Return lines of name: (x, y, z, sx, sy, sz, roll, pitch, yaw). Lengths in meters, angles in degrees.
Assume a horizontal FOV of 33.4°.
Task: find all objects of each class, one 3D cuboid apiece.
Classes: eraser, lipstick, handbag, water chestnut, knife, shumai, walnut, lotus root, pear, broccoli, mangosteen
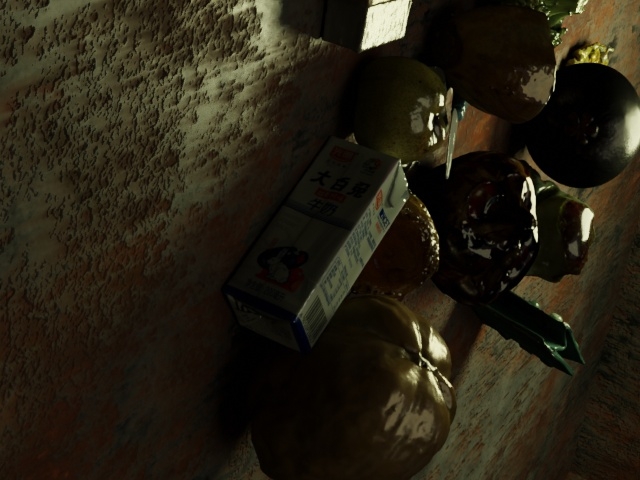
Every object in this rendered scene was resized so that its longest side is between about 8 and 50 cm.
eraser: (0.086, -0.439, 1.460, 0.144, 0.078, 0.343, -29, 135, -52)
lipstick: (0.197, -0.225, 1.867, 0.186, 0.057, 0.063, 68, 22, -62)
handbag: (0.480, 0.190, 2.479, 0.100, 0.268, 0.274, -55, 149, -4)
water chestnut: (0.292, -0.026, 1.982, 0.289, 0.244, 0.289, -46, 149, -38)
knife: (0.237, -0.212, 1.885, 0.058, 0.032, 0.244, 80, 20, -48)
shumai: (0.465, -0.005, 2.309, 0.309, 0.263, 0.304, -61, 151, -14)
walnut: (0.038, 0.250, 1.638, 0.344, 0.306, 0.306, -42, 173, 38)
lotus root: (0.280, -0.300, 1.820, 0.180, 0.188, 0.199, 7, 67, -29)
pear: (0.123, -0.199, 1.644, 0.167, 0.136, 0.167, -50, 150, -43)
broccoli: (0.395, -0.453, 1.936, 0.226, 0.176, 0.198, -59, 174, 33)
mangosteen: (0.585, -0.257, 2.369, 0.302, 0.275, 0.275, -34, 141, -74)

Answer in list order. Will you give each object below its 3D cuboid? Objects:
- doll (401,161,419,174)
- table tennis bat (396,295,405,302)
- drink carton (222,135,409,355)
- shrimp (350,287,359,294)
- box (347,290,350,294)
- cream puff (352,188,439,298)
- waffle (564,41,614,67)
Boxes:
doll: (0.153, -0.161, 1.812, 0.139, 0.057, 0.165, -53, 167, 0)
table tennis bat: (0.055, 0.206, 1.931, 0.415, 0.051, 0.268, -55, 151, -20)
drink carton: (0.000, 0.000, 1.571, 0.315, 0.130, 0.107, -56, 153, -23)
shrimp: (0.072, 0.047, 1.863, 0.091, 0.025, 0.127, -61, 156, -11)
box: (0.038, 0.065, 1.825, 0.046, 0.012, 0.083, -41, 145, -41)
cream puff: (0.110, -0.014, 1.768, 0.169, 0.183, 0.183, -79, 177, -63)
waffle: (0.623, -0.351, 2.582, 0.280, 0.060, 0.262, -15, 126, -57)
